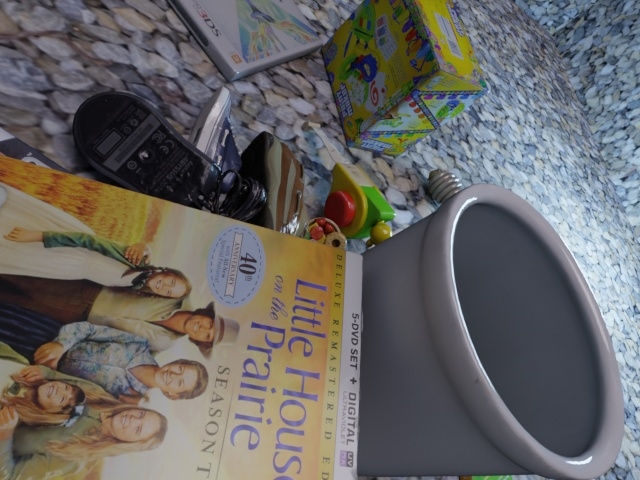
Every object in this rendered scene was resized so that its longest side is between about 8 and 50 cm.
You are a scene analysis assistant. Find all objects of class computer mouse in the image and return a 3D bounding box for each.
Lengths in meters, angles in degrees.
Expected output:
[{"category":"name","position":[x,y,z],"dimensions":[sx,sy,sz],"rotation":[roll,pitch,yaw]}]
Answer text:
[{"category":"computer mouse","position":[-0.233,-0.093,0.672],"dimensions":[0.272,0.072,0.188],"rotation":[45,79,-7]}]

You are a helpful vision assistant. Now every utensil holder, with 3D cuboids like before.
[{"category":"utensil holder","position":[0.133,0.153,0.643],"dimensions":[0.328,0.386,0.327],"rotation":[19,56,-31]}]

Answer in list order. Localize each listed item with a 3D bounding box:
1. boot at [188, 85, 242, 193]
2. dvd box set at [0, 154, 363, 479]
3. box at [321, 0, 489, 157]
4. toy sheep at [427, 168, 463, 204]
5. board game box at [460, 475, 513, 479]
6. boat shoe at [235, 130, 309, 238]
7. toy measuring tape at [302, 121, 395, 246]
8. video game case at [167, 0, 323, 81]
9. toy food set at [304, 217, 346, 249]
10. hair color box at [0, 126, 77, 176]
[{"category":"boot","position":[-0.172,-0.171,0.795],"dimensions":[0.086,0.069,0.189],"rotation":[33,57,-32]},{"category":"dvd box set","position":[-0.167,0.098,0.407],"dimensions":[0.421,0.062,0.307],"rotation":[16,54,-14]},{"category":"box","position":[0.176,-0.394,1.057],"dimensions":[0.177,0.279,0.289],"rotation":[3,66,-40]},{"category":"toy sheep","position":[0.321,-0.128,1.174],"dimensions":[0.091,0.091,0.132],"rotation":[-14,58,-44]},{"category":"board game box","position":[0.317,0.445,0.890],"dimensions":[0.124,0.039,0.259],"rotation":[5,61,-38]},{"category":"boat shoe","position":[-0.072,-0.035,0.762],"dimensions":[0.120,0.123,0.323],"rotation":[25,53,-34]},{"category":"toy measuring tape","position":[0.034,-0.102,0.926],"dimensions":[0.122,0.121,0.330],"rotation":[-2,46,-41]},{"category":"video game case","position":[-0.174,-0.507,0.990],"dimensions":[0.299,0.036,0.329],"rotation":[53,44,-5]},{"category":"toy food set","position":[0.000,0.000,0.845],"dimensions":[0.083,0.020,0.083],"rotation":[-35,101,-7]},{"category":"hair color box","position":[-0.408,-0.049,0.489],"dimensions":[0.347,0.105,0.173],"rotation":[35,48,-20]}]
